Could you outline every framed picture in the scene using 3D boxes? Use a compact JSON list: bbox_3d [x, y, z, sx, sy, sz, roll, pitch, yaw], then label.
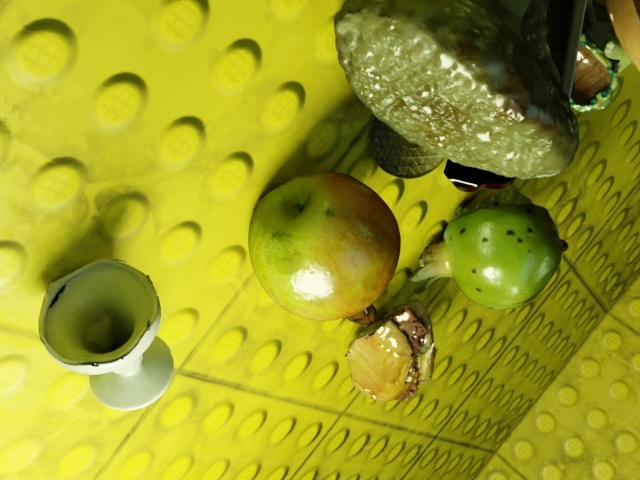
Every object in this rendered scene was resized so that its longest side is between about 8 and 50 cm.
[{"bbox_3d":[0.372,-0.338,1.322,0.232,0.024,0.315,-85,178,-66],"label":"framed picture"}]

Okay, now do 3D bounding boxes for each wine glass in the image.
[{"bbox_3d":[-0.289,0.141,1.172,0.165,0.165,0.197,-36,153,-21],"label":"wine glass"}]

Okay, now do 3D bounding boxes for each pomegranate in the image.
[{"bbox_3d":[0.350,0.031,1.783,0.340,0.261,0.260,-20,147,7],"label":"pomegranate"}]

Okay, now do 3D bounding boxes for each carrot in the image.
[{"bbox_3d":[0.051,0.124,1.656,0.069,0.069,0.228,-52,150,2],"label":"carrot"}]

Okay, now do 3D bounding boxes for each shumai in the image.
[{"bbox_3d":[0.233,-0.300,1.214,0.397,0.324,0.324,34,75,-23],"label":"shumai"}]

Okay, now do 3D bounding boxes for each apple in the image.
[{"bbox_3d":[0.000,0.000,1.351,0.246,0.246,0.226,-50,129,-1],"label":"apple"}]

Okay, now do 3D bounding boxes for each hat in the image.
[{"bbox_3d":[0.153,-0.187,1.466,0.145,0.067,0.146,-2,116,-3],"label":"hat"}]

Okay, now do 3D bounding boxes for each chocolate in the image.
[{"bbox_3d":[0.314,-0.148,1.673,0.148,0.125,0.080,-10,155,5],"label":"chocolate"}]

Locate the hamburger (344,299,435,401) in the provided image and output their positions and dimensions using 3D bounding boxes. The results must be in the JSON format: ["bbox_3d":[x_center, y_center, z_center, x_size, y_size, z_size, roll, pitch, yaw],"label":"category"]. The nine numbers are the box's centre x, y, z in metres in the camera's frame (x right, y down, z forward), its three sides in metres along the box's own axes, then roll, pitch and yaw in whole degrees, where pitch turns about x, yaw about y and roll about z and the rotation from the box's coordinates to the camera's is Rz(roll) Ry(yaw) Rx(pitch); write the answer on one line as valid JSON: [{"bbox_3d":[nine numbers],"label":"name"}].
[{"bbox_3d":[0.156,0.244,1.814,0.155,0.282,0.245,-40,106,-31],"label":"hamburger"}]

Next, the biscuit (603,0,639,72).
[{"bbox_3d":[0.526,-0.454,1.377,0.385,0.062,0.365,57,48,-28],"label":"biscuit"}]

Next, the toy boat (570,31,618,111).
[{"bbox_3d":[0.406,-0.348,1.493,0.108,0.293,0.099,-45,-168,28],"label":"toy boat"}]

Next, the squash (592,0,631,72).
[{"bbox_3d":[0.587,-0.386,1.672,0.189,0.189,0.261,-33,140,-26],"label":"squash"}]

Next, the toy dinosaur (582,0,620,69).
[{"bbox_3d":[0.495,-0.349,1.574,0.076,0.147,0.363,-43,154,-31],"label":"toy dinosaur"}]
